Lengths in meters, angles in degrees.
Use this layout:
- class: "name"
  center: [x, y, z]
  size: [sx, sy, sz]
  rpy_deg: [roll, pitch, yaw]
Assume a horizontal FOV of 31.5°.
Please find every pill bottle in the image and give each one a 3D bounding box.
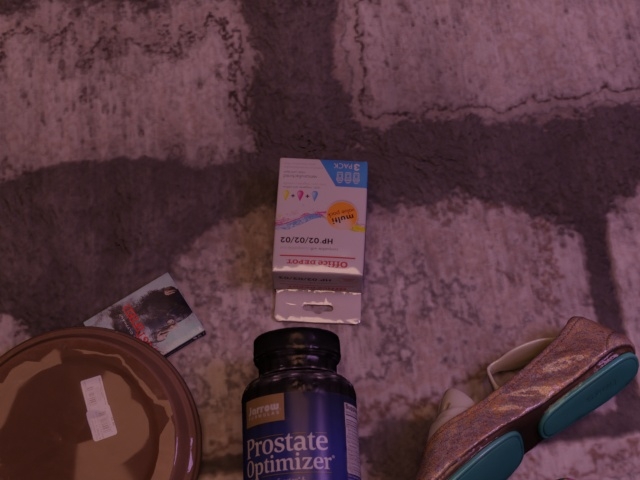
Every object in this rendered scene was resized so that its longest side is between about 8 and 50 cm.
- class: "pill bottle"
  center: [-0.021, 0.208, 1.179]
  size: [0.123, 0.123, 0.219]
  rpy_deg: [-3, 67, -1]

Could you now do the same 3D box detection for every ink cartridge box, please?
- class: "ink cartridge box"
  center: [0.000, 0.000, 1.301]
  size: [0.104, 0.061, 0.181]
  rpy_deg: [2, 67, 2]

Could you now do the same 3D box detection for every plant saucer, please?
- class: "plant saucer"
  center: [-0.266, 0.221, 1.214]
  size: [0.278, 0.041, 0.278]
  rpy_deg: [-1, 69, 2]

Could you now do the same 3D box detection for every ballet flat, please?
- class: "ballet flat"
  center: [0.194, 0.186, 1.210]
  size: [0.316, 0.107, 0.106]
  rpy_deg: [-31, 50, -17]

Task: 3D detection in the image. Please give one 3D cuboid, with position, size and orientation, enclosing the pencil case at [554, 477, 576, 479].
- class: "pencil case"
  center: [0.169, 0.354, 1.116]
  size: [0.284, 0.124, 0.124]
  rpy_deg: [-34, 70, -12]

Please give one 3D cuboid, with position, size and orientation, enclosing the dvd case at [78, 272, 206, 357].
- class: "dvd case"
  center: [-0.202, 0.101, 1.287]
  size: [0.119, 0.013, 0.087]
  rpy_deg: [-31, 70, -10]
